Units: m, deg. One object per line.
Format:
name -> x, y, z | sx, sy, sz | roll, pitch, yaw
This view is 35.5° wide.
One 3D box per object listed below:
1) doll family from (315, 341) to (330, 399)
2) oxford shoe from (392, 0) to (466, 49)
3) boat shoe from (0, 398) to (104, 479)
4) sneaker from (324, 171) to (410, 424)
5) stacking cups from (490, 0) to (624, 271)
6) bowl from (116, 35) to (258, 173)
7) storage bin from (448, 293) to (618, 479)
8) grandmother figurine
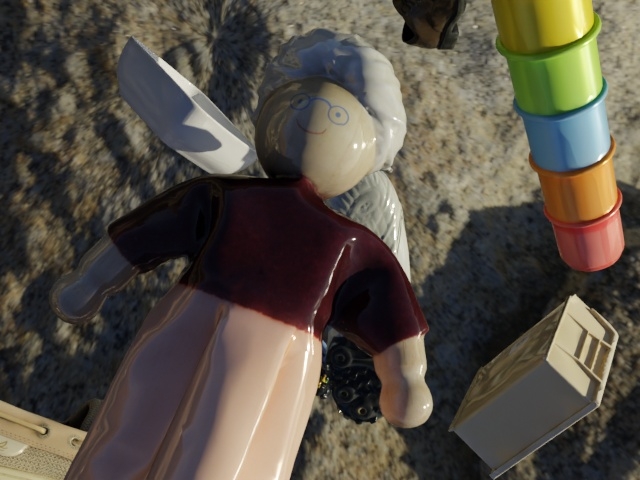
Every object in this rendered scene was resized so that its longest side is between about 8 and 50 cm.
doll family -> -0.011, 0.210, 1.595 | 0.076, 0.193, 0.111 | -38, 87, -23
oxford shoe -> 0.152, -0.340, 1.395 | 0.096, 0.227, 0.083 | -3, 62, -4
boat shoe -> -0.218, 0.213, 0.984 | 0.341, 0.121, 0.110 | 18, 76, -31
sneaker -> 0.042, 0.045, 0.902 | 0.085, 0.086, 0.237 | -2, 94, 5
stacking cups -> 0.218, -0.110, 0.912 | 0.096, 0.096, 0.316 | -21, 127, -1
bowl -> -0.136, -0.124, 0.991 | 0.053, 0.142, 0.142 | -48, 60, 5
storage bin -> 0.391, 0.257, 1.825 | 0.123, 0.260, 0.262 | 43, 124, 1
grandmother figurine -> -0.034, 0.041, 0.527 | 0.207, 0.104, 0.342 | 23, 71, -9
